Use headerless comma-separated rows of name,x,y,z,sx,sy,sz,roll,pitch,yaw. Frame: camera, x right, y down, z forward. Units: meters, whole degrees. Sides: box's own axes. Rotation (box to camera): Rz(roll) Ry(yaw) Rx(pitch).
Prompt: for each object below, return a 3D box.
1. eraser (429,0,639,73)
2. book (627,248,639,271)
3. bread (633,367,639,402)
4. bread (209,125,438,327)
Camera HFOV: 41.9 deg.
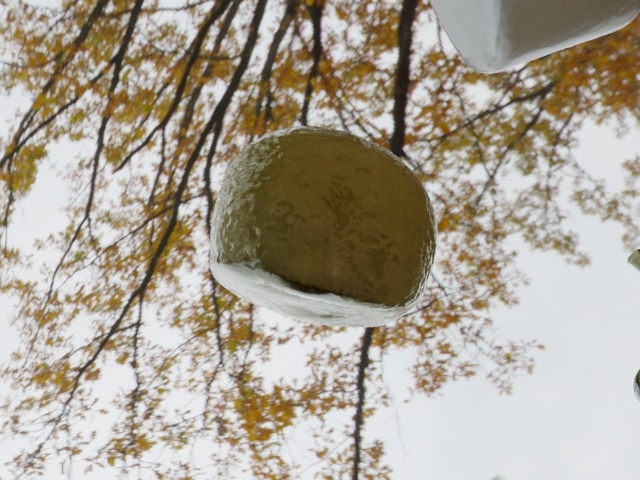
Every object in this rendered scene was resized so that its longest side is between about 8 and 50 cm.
eraser,0.122,-0.332,0.611,0.150,0.331,0.331,-19,-96,-10
book,0.451,0.101,0.775,0.217,0.021,0.310,-9,-134,-47
bread,0.384,0.148,0.815,0.130,0.139,0.071,16,-97,-40
bread,0.004,-0.010,1.171,0.320,0.320,0.237,27,-109,-16
